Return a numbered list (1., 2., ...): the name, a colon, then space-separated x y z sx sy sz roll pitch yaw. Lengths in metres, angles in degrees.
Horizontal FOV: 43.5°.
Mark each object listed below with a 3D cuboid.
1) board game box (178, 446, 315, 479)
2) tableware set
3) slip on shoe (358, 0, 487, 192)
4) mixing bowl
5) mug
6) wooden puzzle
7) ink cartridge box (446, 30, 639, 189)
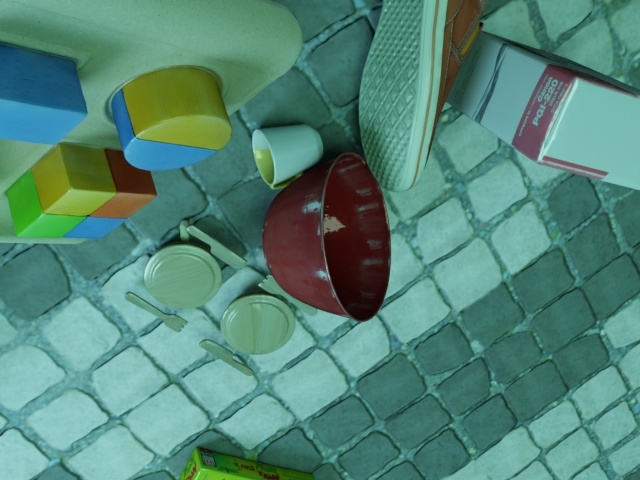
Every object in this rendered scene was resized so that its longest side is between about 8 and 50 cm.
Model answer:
1. board game box: -0.100 0.341 1.061 0.181 0.043 0.092 22 107 -27
2. tableware set: -0.113 0.062 0.924 0.194 0.039 0.128 37 111 -24
3. slip on shoe: 0.116 -0.208 0.823 0.101 0.123 0.331 2 106 -29
4. mixing bowl: 0.000 0.000 0.875 0.098 0.181 0.181 -5 125 27
5. mug: -0.035 -0.096 0.870 0.064 0.078 0.062 -18 87 -20
6. wooden puzzle: -0.218 -0.081 0.639 0.348 0.080 0.322 -36 157 32
7. ink cartridge box: 0.248 -0.142 0.844 0.159 0.218 0.092 11 110 -24
